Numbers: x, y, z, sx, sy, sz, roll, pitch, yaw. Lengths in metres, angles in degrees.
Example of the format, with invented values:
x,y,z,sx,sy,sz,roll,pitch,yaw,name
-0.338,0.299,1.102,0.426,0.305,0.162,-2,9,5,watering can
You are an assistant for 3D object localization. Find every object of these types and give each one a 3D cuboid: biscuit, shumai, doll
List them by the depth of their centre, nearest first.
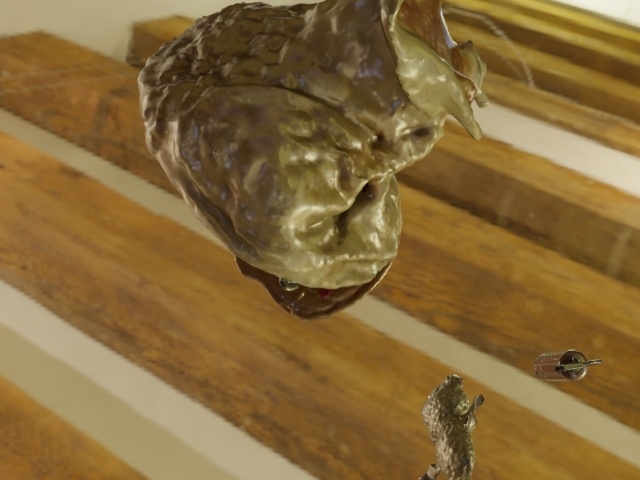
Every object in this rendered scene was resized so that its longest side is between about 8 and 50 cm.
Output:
x,y,z,sx,sy,sz,roll,pitch,yaw,name
0.003,-0.150,0.872,0.267,0.262,0.314,13,-146,-42,shumai
0.210,0.317,1.556,0.091,0.202,0.286,10,180,-6,doll
0.000,-0.001,1.803,0.257,0.273,0.049,37,167,11,biscuit

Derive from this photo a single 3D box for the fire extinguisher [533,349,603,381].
x,y,z,sx,sy,sz,roll,pitch,yaw,name
0.352,0.177,1.458,0.078,0.045,0.157,-8,172,-6,fire extinguisher
